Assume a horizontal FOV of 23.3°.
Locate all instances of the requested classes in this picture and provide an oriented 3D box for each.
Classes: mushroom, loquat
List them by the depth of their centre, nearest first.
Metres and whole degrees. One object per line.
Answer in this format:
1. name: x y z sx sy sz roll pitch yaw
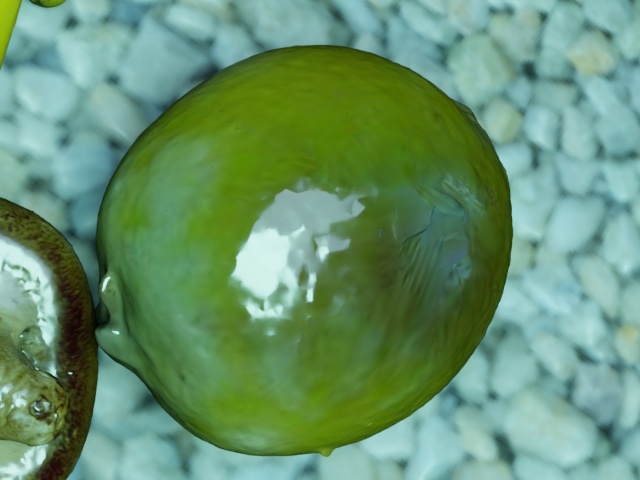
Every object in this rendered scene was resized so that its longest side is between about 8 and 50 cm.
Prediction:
1. mushroom: -0.134 0.044 0.569 0.109 0.085 0.126 11 86 12
2. loquat: 0.000 0.000 0.601 0.195 0.152 0.152 -26 90 -30

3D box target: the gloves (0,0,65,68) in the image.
1. gloves: -0.154 -0.180 0.613 0.133 0.116 0.294 16 81 9
